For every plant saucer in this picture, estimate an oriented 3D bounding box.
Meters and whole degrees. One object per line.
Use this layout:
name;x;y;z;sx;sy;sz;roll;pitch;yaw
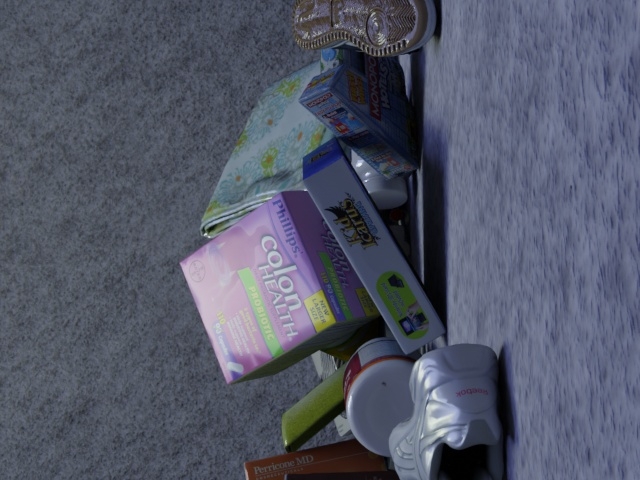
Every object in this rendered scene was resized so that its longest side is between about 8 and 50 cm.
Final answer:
plant saucer;0.008;0.252;1.742;0.045;0.188;0.188;50;171;11

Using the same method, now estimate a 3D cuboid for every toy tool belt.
toy tool belt;0.116;-0.007;1.781;0.051;0.052;0.083;159;110;-81

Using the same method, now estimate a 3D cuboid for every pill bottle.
pill bottle;0.090;-0.136;1.667;0.094;0.094;0.169;89;179;-67
pill bottle;0.050;0.133;1.873;0.245;0.136;0.136;34;-129;-61
pill bottle;0.090;0.194;1.452;0.221;0.121;0.121;-98;6;-85

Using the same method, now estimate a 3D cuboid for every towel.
towel;-0.043;-0.172;1.942;0.320;0.090;0.374;-12;46;48

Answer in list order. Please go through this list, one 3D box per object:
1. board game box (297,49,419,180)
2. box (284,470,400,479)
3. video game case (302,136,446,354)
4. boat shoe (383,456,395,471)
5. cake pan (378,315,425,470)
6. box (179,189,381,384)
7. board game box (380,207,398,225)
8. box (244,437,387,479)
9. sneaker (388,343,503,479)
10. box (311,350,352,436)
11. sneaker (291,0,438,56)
board game box;0.052;-0.207;1.545;0.194;0.060;0.194;24;-125;-46
box;0.057;0.408;1.425;0.167;0.203;0.168;-92;1;-62
video game case;0.060;-0.003;1.425;0.244;0.061;0.269;60;-176;-9
boat shoe;0.118;0.421;1.919;0.258;0.109;0.089;-122;33;-55
cake pan;0.123;0.219;1.707;0.293;0.054;0.293;178;90;-89
box;-0.066;0.073;1.712;0.117;0.243;0.213;-4;-113;-53
board game box;0.092;-0.066;1.858;0.210;0.047;0.160;-66;-22;-58
box;0.024;0.495;1.668;0.168;0.215;0.345;89;168;-52
sneaker;0.111;0.196;0.973;0.232;0.090;0.115;87;177;-49
box;0.047;0.225;2.147;0.275;0.094;0.113;69;156;18
sneaker;0.096;-0.279;1.402;0.282;0.153;0.099;15;107;58
